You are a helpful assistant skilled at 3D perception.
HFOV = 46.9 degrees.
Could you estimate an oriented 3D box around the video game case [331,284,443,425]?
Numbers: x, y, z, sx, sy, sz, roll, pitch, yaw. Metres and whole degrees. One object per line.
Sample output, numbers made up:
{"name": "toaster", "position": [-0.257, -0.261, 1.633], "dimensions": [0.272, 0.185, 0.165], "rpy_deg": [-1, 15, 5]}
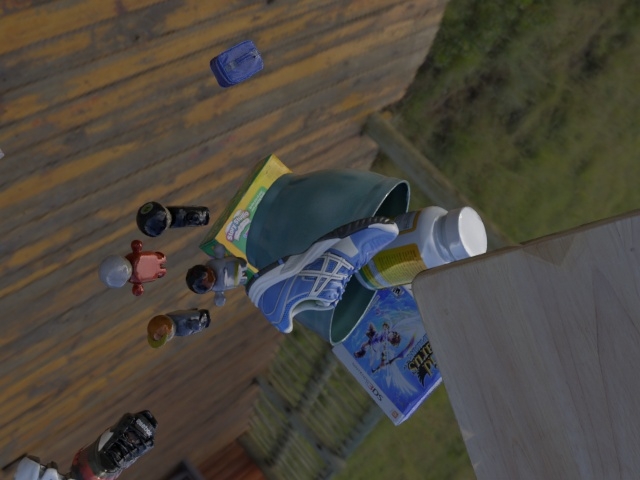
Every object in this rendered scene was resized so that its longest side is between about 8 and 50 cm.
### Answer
{"name": "video game case", "position": [0.184, 0.252, 1.722], "dimensions": [0.061, 0.244, 0.269], "rpy_deg": [-9, 139, -54]}

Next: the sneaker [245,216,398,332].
{"name": "sneaker", "position": [0.013, 0.042, 0.946], "dimensions": [0.211, 0.081, 0.080], "rpy_deg": [-30, 161, -5]}

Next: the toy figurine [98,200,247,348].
{"name": "toy figurine", "position": [-0.254, 0.054, 1.269], "dimensions": [0.213, 0.209, 0.148], "rpy_deg": [-45, 163, 24]}

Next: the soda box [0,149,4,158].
{"name": "soda box", "position": [-0.584, -0.207, 1.065], "dimensions": [0.092, 0.263, 0.083], "rpy_deg": [-34, -173, 5]}

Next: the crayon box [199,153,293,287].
{"name": "crayon box", "position": [-0.135, -0.044, 1.702], "dimensions": [0.081, 0.165, 0.278], "rpy_deg": [-21, -148, 52]}

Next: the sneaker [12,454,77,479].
{"name": "sneaker", "position": [-0.301, 0.409, 1.004], "dimensions": [0.118, 0.292, 0.110], "rpy_deg": [-61, -173, -21]}

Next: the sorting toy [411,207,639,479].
{"name": "sorting toy", "position": [0.243, 0.108, 0.633], "dimensions": [0.255, 0.257, 0.089], "rpy_deg": [-17, -173, 20]}

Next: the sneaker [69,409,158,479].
{"name": "sneaker", "position": [-0.418, 0.428, 1.529], "dimensions": [0.135, 0.098, 0.276], "rpy_deg": [-40, 180, 11]}

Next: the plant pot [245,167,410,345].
{"name": "plant pot", "position": [0.000, 0.000, 1.228], "dimensions": [0.293, 0.196, 0.293], "rpy_deg": [-56, 161, -30]}

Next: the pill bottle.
{"name": "pill bottle", "position": [0.159, 0.010, 1.208], "dimensions": [0.208, 0.118, 0.117], "rpy_deg": [-16, -179, 38]}

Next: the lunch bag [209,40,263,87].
{"name": "lunch bag", "position": [-0.162, -0.351, 1.463], "dimensions": [0.098, 0.067, 0.065], "rpy_deg": [-35, -163, -23]}
